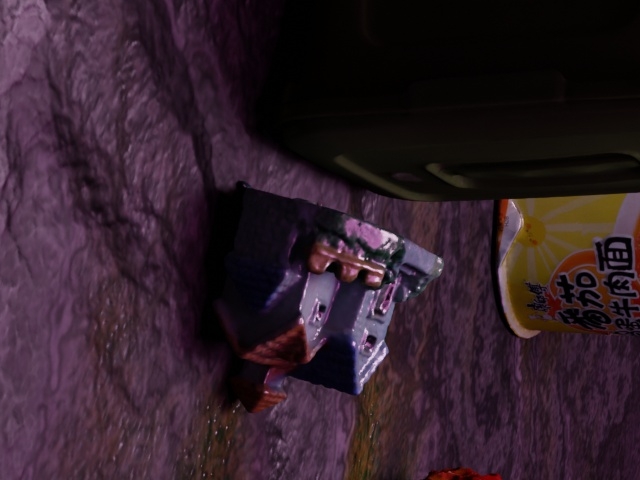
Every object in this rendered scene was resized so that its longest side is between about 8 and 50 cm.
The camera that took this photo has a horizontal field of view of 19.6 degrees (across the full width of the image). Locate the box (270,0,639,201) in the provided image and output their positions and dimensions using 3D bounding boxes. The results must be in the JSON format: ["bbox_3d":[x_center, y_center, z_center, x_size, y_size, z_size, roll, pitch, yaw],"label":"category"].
[{"bbox_3d":[0.151,-0.131,1.274,0.253,0.329,0.177,21,68,-66],"label":"box"}]

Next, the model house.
[{"bbox_3d":[-0.009,0.052,1.237,0.148,0.119,0.148,21,87,-64],"label":"model house"}]

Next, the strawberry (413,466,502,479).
[{"bbox_3d":[0.074,0.264,1.502,0.228,0.098,0.174,-1,116,-52],"label":"strawberry"}]

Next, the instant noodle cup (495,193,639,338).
[{"bbox_3d":[0.303,-0.019,1.750,0.264,0.200,0.264,9,90,-66],"label":"instant noodle cup"}]

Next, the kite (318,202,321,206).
[{"bbox_3d":[0.001,-0.006,1.351,0.078,0.002,0.044,-9,107,-62],"label":"kite"}]
